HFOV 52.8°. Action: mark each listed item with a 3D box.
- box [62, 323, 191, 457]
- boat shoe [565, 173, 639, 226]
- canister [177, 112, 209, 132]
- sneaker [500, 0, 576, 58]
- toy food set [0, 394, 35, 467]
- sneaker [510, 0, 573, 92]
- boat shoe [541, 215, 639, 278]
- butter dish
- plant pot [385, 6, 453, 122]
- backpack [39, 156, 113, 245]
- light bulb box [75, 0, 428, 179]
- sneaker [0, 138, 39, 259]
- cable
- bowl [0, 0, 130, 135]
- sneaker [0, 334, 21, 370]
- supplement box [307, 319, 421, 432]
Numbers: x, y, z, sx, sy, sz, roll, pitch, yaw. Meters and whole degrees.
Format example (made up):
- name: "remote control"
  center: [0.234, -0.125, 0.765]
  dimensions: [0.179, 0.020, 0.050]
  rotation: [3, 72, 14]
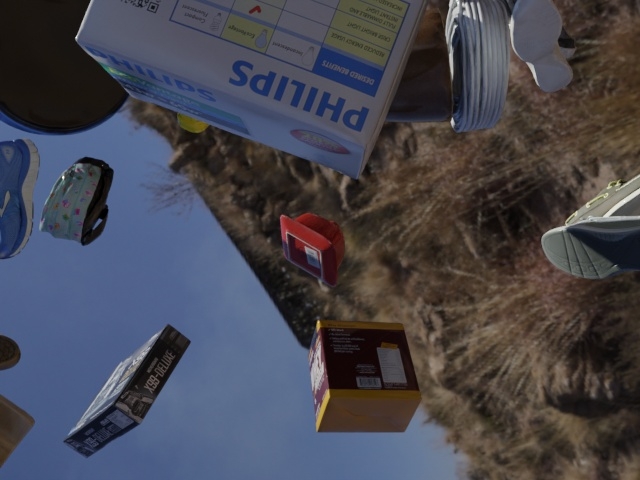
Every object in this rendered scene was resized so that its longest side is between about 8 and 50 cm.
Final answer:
- name: "box"
  center: [-0.456, 0.357, 1.522]
  dimensions: [0.076, 0.307, 0.242]
  rotation: [41, -138, -14]
- name: "boat shoe"
  center: [0.642, -0.077, 1.402]
  dimensions: [0.305, 0.109, 0.091]
  rotation: [122, 144, -52]
- name: "canister"
  center: [-0.270, -0.347, 1.461]
  dimensions: [0.126, 0.073, 0.170]
  rotation: [-61, -6, -37]
- name: "sneaker"
  center: [0.447, -0.504, 1.326]
  dimensions: [0.101, 0.153, 0.268]
  rotation: [-26, -112, -41]
- name: "toy food set"
  center: [-0.486, 0.250, 0.714]
  dimensions: [0.220, 0.092, 0.306]
  rotation: [39, -154, -12]
- name: "sneaker"
  center: [0.347, -0.334, 1.046]
  dimensions: [0.212, 0.080, 0.094]
  rotation: [43, -149, -51]
- name: "boat shoe"
  center: [0.601, 0.003, 1.301]
  dimensions: [0.320, 0.103, 0.118]
  rotation: [-10, 106, 55]
- name: "butter dish"
  center: [0.000, 0.000, 1.468]
  dimensions: [0.160, 0.118, 0.160]
  rotation: [30, 146, 26]
- name: "plant pot"
  center: [0.124, -0.320, 1.251]
  dimensions: [0.215, 0.231, 0.215]
  rotation: [-8, -90, -83]
- name: "backpack"
  center: [-0.513, -0.074, 1.363]
  dimensions: [0.182, 0.115, 0.152]
  rotation: [-87, 11, -47]
- name: "light bulb box"
  center: [-0.047, -0.315, 0.817]
  dimensions: [0.225, 0.358, 0.361]
  rotation: [83, -152, -85]
- name: "sneaker"
  center: [-0.838, -0.109, 1.687]
  dimensions: [0.130, 0.147, 0.330]
  rotation: [28, 112, 45]
- name: "cable"
  center: [0.303, -0.343, 1.270]
  dimensions: [0.257, 0.089, 0.257]
  rotation: [85, -177, -64]
- name: "bowl"
  center: [-0.575, -0.414, 1.404]
  dimensions: [0.077, 0.391, 0.391]
  rotation: [32, 159, 44]
- name: "sneaker"
  center: [-0.587, 0.198, 1.066]
  dimensions: [0.086, 0.192, 0.064]
  rotation: [98, 173, -48]
- name: "supplement box"
  center: [0.085, 0.283, 1.352]
  dimensions: [0.194, 0.191, 0.129]
  rotation: [-99, 17, -46]
